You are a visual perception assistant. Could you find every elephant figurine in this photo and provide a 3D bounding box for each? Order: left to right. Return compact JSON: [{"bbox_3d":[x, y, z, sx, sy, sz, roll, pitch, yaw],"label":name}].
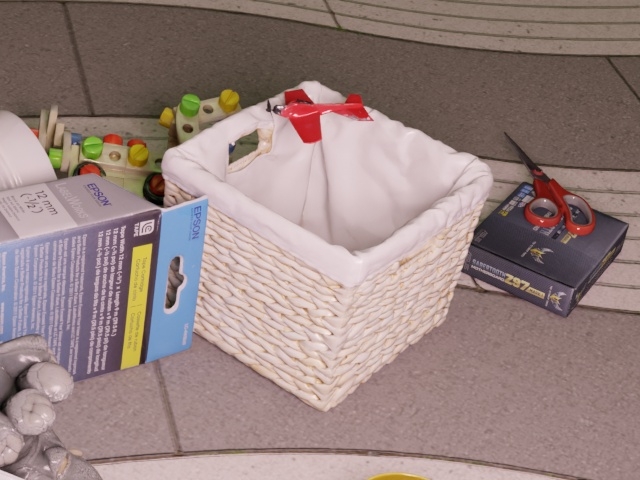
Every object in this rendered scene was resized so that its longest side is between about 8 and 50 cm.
[{"bbox_3d":[-0.343,0.228,1.770,0.169,0.239,0.186,-29,57,-24],"label":"elephant figurine"}]

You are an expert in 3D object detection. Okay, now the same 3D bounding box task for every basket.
[{"bbox_3d":[0.000,0.000,2.147,0.331,0.266,0.328,28,38,26],"label":"basket"}]

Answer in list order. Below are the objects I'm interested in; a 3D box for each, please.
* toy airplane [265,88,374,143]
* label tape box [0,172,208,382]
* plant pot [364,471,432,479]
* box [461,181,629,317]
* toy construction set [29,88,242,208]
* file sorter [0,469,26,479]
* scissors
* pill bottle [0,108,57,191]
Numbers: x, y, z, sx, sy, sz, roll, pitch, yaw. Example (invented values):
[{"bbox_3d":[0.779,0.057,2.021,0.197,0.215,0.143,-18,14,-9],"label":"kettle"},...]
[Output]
[{"bbox_3d":[0.001,-0.172,2.138,0.151,0.028,0.151,7,31,-4],"label":"toy airplane"},{"bbox_3d":[-0.324,0.054,1.997,0.348,0.249,0.115,-15,42,-31],"label":"label tape box"},{"bbox_3d":[0.091,0.344,1.819,0.134,0.095,0.134,6,34,-4],"label":"plant pot"},{"bbox_3d":[0.336,0.009,2.402,0.183,0.059,0.233,25,37,20],"label":"box"},{"bbox_3d":[-0.281,-0.132,2.369,0.328,0.151,0.215,1,59,0],"label":"toy construction set"},{"bbox_3d":[-0.324,0.394,1.571,0.193,0.173,0.277,18,35,12],"label":"file sorter"},{"bbox_3d":[0.353,-0.092,2.493,0.109,0.021,0.297,4,30,-5],"label":"scissors"},{"bbox_3d":[-0.539,-0.013,2.026,0.392,0.224,0.224,-26,48,-31],"label":"pill bottle"}]
